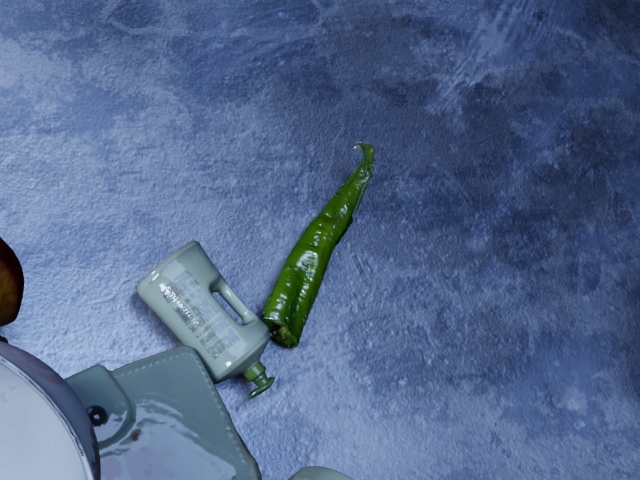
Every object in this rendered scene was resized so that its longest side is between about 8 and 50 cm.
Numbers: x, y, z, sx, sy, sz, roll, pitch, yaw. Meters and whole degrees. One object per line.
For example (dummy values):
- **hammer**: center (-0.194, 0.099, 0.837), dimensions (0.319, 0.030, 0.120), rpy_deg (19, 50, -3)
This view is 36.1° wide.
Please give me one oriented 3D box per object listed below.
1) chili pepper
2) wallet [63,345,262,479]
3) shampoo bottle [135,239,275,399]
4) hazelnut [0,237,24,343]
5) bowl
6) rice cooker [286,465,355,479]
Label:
- **chili pepper**: center (0.000, 0.000, 1.543), dimensions (0.085, 0.076, 0.359), rpy_deg (45, 57, -34)
- **wallet**: center (-0.278, 0.290, 1.279), dimensions (0.360, 0.083, 0.252), rpy_deg (-22, 78, -25)
- **shampoo bottle**: center (-0.150, 0.123, 1.414), dimensions (0.118, 0.087, 0.234), rpy_deg (-39, 87, -28)
- **hazelnut**: center (-0.497, 0.082, 1.220), dimensions (0.217, 0.217, 0.251), rpy_deg (36, 83, -6)
- **bowl**: center (-0.373, 0.236, 1.119), dimensions (0.345, 0.345, 0.157), rpy_deg (46, 23, 0)
- **rice cooker**: center (-0.006, 0.449, 1.234), dimensions (0.288, 0.288, 0.277), rpy_deg (49, 57, 2)
